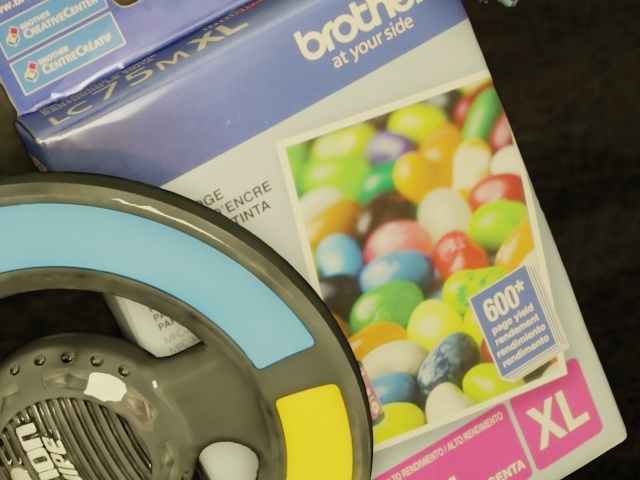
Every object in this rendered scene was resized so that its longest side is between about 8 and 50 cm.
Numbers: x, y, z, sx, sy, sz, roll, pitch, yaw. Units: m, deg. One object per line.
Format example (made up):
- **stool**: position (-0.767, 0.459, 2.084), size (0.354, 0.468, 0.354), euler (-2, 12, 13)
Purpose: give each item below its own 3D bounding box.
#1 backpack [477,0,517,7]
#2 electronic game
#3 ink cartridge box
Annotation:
- **backpack**: position (0.048, -0.193, 0.531), size (0.173, 0.158, 0.117), euler (40, 43, 1)
- **electronic game**: position (-0.093, 0.079, 0.579), size (0.229, 0.048, 0.229), euler (2, 117, 4)
- **ink cartridge box**: position (0.000, 0.000, 0.631), size (0.186, 0.065, 0.311), euler (-29, 110, -12)
